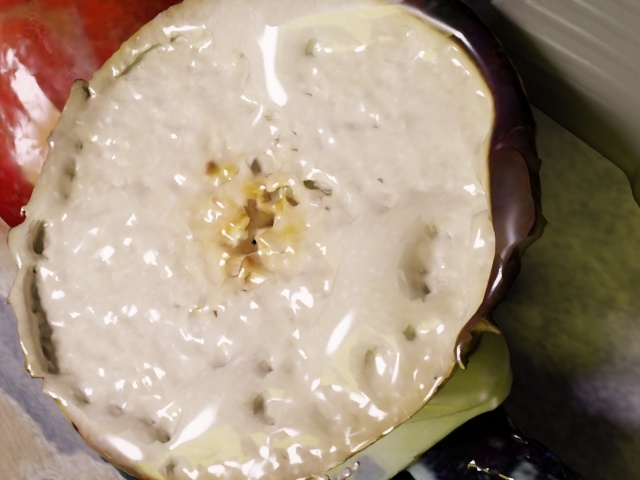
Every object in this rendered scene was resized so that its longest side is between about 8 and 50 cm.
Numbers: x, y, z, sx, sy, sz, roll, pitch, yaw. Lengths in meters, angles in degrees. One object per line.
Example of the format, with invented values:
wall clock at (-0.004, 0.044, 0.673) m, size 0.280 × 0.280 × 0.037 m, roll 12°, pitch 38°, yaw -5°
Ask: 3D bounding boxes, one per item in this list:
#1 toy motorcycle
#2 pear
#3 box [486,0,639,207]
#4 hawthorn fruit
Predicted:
toy motorcycle at (-0.019, 0.107, 0.899) m, size 0.410 × 0.169 × 0.237 m, roll 6°, pitch 128°, yaw 33°
pear at (-0.002, 0.001, 0.686) m, size 0.267 × 0.267 × 0.178 m, roll 17°, pitch 176°, yaw 24°
box at (0.181, -0.122, 0.579) m, size 0.178 × 0.138 × 0.274 m, roll 35°, pitch 140°, yaw 19°
hawthorn fruit at (-0.140, -0.109, 0.795) m, size 0.251 × 0.189 × 0.189 m, roll 55°, pitch 140°, yaw 9°
